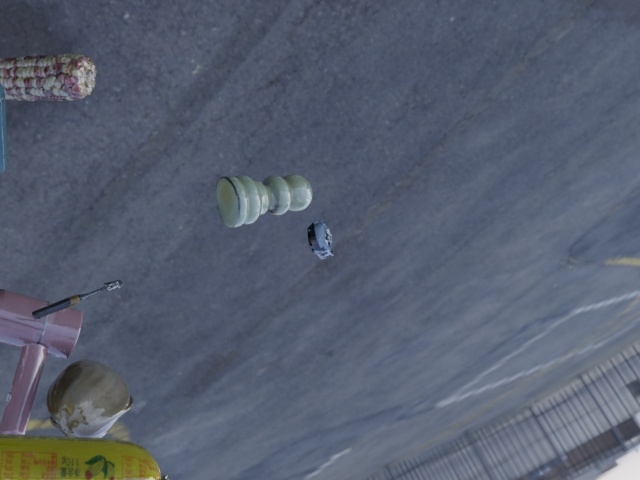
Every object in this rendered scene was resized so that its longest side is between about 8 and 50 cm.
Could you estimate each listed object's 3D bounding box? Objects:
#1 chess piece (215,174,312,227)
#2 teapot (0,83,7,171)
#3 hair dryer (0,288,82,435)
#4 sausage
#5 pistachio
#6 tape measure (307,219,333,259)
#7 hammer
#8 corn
[{"bbox_3d":[-0.132,-0.114,2.003,0.243,0.133,0.133,-11,153,-31],"label":"chess piece"},{"bbox_3d":[-0.448,-0.119,0.847,0.203,0.171,0.225,5,130,-13],"label":"teapot"},{"bbox_3d":[-0.703,0.299,1.830,0.210,0.353,0.125,21,146,-26],"label":"hair dryer"},{"bbox_3d":[-0.355,0.306,0.978,0.347,0.123,0.123,8,143,-25],"label":"sausage"},{"bbox_3d":[-0.545,0.374,1.865,0.197,0.166,0.288,-5,-166,-5],"label":"pistachio"},{"bbox_3d":[-0.001,0.000,2.017,0.054,0.091,0.094,-12,147,14],"label":"tape measure"},{"bbox_3d":[-0.534,0.128,1.720,0.200,0.021,0.078,-22,180,-7],"label":"hammer"},{"bbox_3d":[-0.470,-0.259,1.251,0.237,0.080,0.079,2,163,13],"label":"corn"}]
